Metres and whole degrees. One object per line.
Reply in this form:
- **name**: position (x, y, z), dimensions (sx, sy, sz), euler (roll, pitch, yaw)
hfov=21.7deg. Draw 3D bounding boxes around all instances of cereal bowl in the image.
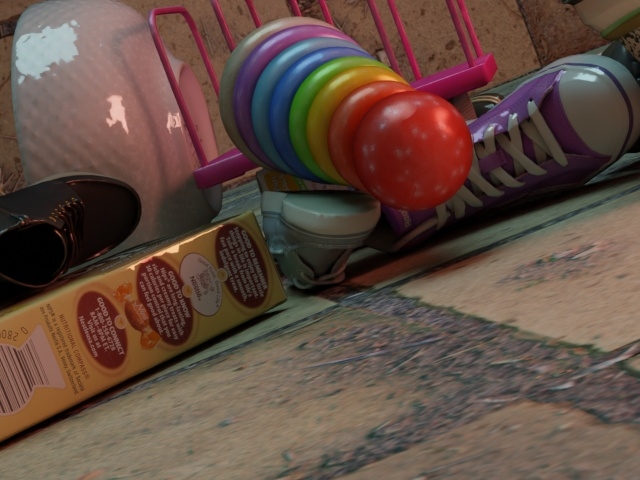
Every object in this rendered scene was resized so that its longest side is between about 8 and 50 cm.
- **cereal bowl**: position (-0.187, -0.090, 1.686), dimensions (0.141, 0.339, 0.339), euler (-12, 6, 8)

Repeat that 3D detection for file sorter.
- **file sorter**: position (0.002, -0.193, 1.622), dimensions (0.290, 0.182, 0.202), euler (-20, 6, 10)

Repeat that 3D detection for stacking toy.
- **stacking toy**: position (0.023, -0.093, 1.344), dimensions (0.141, 0.141, 0.330), euler (-22, 20, -12)

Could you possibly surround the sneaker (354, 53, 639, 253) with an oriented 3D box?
- **sneaker**: position (0.135, -0.055, 1.393), dimensions (0.161, 0.102, 0.282), euler (-32, 3, -42)

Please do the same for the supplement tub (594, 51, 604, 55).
- **supplement tub**: position (0.331, -0.190, 2.079), dimensions (0.107, 0.071, 0.071), euler (-22, 5, -5)

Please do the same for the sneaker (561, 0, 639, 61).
- **sneaker**: position (0.351, -0.179, 1.330), dimensions (0.410, 0.182, 0.158), euler (-24, -3, -44)

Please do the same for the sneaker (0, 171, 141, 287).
- **sneaker**: position (-0.207, -0.001, 1.333), dimensions (0.118, 0.083, 0.222), euler (10, 18, 43)

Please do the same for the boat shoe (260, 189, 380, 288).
- **boat shoe**: position (-0.001, 0.000, 1.398), dimensions (0.079, 0.081, 0.227), euler (-3, 5, -13)

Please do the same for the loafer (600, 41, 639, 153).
- **loafer**: position (0.344, -0.173, 1.506), dimensions (0.366, 0.134, 0.130), euler (-24, -7, -41)

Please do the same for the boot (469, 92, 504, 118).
- **boot**: position (0.129, -0.095, 1.961), dimensions (0.137, 0.077, 0.198), euler (-31, -2, -40)

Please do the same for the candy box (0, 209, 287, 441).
- **candy box**: position (-0.204, 0.077, 1.317), dimensions (0.316, 0.088, 0.183), euler (-24, 6, -39)

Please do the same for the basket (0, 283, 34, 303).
- **basket**: position (-0.385, 0.076, 1.703), dimensions (0.204, 0.154, 0.227), euler (11, -25, -43)

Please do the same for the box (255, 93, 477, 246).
- **box**: position (0.057, -0.059, 1.619), dimensions (0.203, 0.103, 0.114), euler (-19, 6, 17)

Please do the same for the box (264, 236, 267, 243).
- **box**: position (-0.172, 0.043, 1.913), dimensions (0.164, 0.021, 0.201), euler (-24, 6, -35)
